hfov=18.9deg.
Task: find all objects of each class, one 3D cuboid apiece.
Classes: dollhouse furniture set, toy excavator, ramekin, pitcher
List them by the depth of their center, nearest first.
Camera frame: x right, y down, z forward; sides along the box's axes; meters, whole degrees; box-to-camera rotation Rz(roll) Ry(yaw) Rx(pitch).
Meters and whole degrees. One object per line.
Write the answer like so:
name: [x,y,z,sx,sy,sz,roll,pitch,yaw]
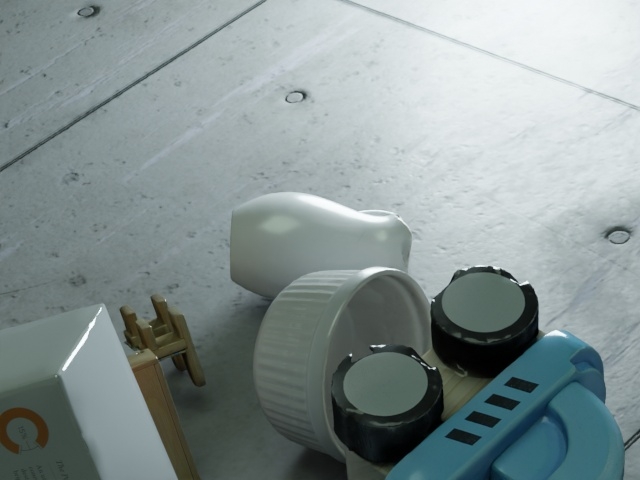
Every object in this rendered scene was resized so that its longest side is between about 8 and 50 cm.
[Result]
toy excavator: [0.187,0.287,1.760,0.445,0.222,0.433,31,55,32]
ramekin: [0.022,0.126,2.001,0.109,0.207,0.207,8,40,37]
dollhouse furniture set: [-0.223,0.188,2.070,0.212,0.161,0.242,-21,16,-13]
pitcher: [0.000,0.000,2.251,0.207,0.125,0.178,1,17,-1]

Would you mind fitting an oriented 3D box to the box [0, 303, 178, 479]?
box: [-0.347,0.226,1.869,0.345,0.215,0.168,-15,20,16]
